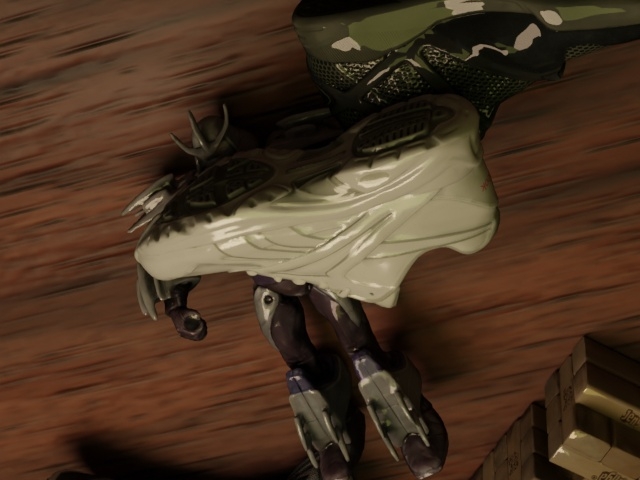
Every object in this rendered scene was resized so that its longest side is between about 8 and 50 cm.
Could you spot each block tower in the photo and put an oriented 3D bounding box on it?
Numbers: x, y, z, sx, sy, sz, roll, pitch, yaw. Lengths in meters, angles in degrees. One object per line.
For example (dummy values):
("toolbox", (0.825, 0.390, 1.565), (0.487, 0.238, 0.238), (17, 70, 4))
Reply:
("block tower", (0.136, 0.228, 1.210), (0.097, 0.091, 0.335), (26, 120, -10))

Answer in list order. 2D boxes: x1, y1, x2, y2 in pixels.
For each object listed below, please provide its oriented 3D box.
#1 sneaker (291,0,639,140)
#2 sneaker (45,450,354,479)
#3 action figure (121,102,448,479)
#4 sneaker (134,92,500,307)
("sneaker", (0.107, -0.105, 1.012), (0.227, 0.087, 0.130), (-9, 122, 14))
("sneaker", (-0.063, 0.204, 1.213), (0.268, 0.101, 0.153), (28, 120, -18))
("action figure", (-0.015, 0.031, 1.101), (0.185, 0.099, 0.285), (-19, 115, 22))
("sneaker", (0.000, 0.000, 0.997), (0.232, 0.090, 0.115), (-15, 117, 22))
